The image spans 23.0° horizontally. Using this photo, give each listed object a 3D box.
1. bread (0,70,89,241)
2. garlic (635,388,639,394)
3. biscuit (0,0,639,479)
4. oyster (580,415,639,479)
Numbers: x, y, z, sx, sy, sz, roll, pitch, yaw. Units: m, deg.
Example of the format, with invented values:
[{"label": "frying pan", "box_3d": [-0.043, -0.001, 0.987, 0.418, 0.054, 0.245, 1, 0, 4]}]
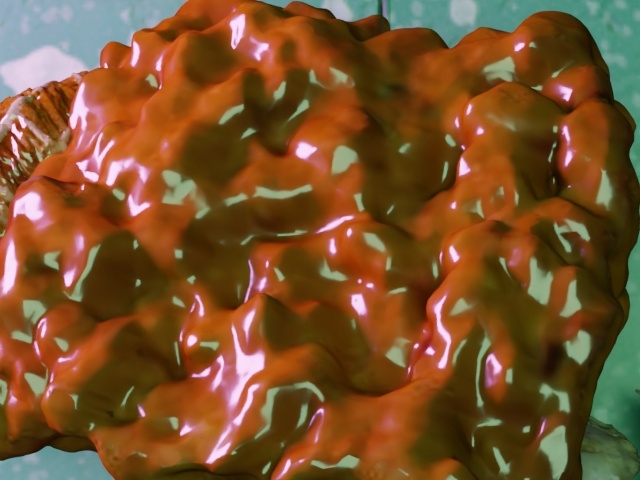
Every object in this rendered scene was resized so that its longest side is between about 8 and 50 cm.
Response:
[{"label": "bread", "box_3d": [-0.198, -0.015, 0.903, 0.105, 0.076, 0.233, 42, 85, 3]}, {"label": "garlic", "box_3d": [0.305, 0.182, 0.806, 0.325, 0.132, 0.279, 9, 41, 29]}, {"label": "biscuit", "box_3d": [0.000, 0.000, 0.794, 0.312, 0.110, 0.318, 11, 60, 13]}, {"label": "oyster", "box_3d": [0.056, 0.109, 0.871, 0.233, 0.107, 0.161, 14, 121, -3]}]
